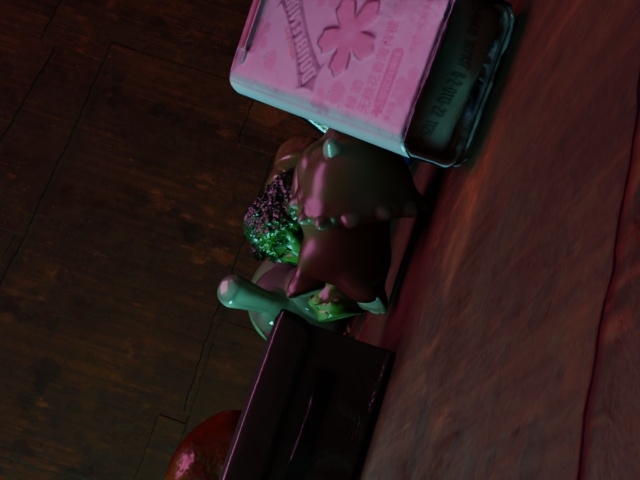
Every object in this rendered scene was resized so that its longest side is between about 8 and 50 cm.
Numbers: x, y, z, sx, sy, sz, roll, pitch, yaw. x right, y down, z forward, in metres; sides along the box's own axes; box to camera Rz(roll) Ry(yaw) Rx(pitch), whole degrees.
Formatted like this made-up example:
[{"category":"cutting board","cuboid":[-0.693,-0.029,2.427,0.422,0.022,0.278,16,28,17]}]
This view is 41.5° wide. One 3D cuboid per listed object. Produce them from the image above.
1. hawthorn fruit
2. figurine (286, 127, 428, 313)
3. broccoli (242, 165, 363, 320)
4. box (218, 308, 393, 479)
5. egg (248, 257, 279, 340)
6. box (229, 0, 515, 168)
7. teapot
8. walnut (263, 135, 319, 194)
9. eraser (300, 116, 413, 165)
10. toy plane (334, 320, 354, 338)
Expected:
[{"category":"hawthorn fruit","cuboid":[-0.151,0.433,1.541,0.300,0.254,0.254,25,-98,-89]},{"category":"figurine","cuboid":[0.047,-0.029,1.100,0.173,0.177,0.247,-174,93,-71]},{"category":"broccoli","cuboid":[0.000,0.000,1.513,0.297,0.298,0.297,114,146,-75]},{"category":"box","cuboid":[-0.024,0.231,1.043,0.188,0.153,0.252,126,163,-79]},{"category":"egg","cuboid":[-0.061,0.129,2.008,0.269,0.220,0.220,-75,3,-46]},{"category":"box","cuboid":[0.046,-0.220,0.996,0.370,0.112,0.190,30,105,47]},{"category":"teapot","cuboid":[-0.061,0.137,1.626,0.149,0.220,0.318,-52,-10,27]},{"category":"walnut","cuboid":[-0.010,-0.133,2.219,0.282,0.277,0.253,-102,36,-62]},{"category":"eraser","cuboid":[0.019,-0.247,1.382,0.101,0.332,0.155,-43,19,28]},{"category":"toy plane","cuboid":[0.030,0.206,1.475,0.060,0.037,0.145,-95,22,-76]}]
